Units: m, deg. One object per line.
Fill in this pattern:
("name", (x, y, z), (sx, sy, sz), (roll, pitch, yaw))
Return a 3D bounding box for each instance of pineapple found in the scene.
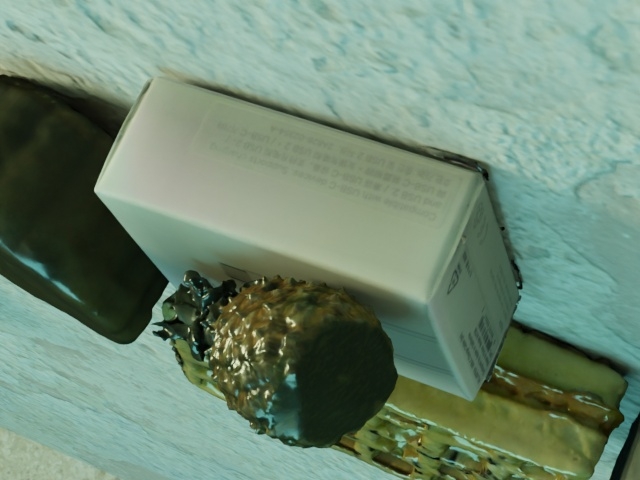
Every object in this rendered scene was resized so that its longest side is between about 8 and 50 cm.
("pineapple", (-0.038, 0.064, 1.013), (0.108, 0.108, 0.198), (36, 170, -34))

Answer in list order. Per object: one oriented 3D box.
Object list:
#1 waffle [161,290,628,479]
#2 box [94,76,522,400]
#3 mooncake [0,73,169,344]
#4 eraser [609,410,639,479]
("waffle", (0.060, 0.114, 1.334), (0.376, 0.114, 0.261), (22, 160, 9))
("box", (0.000, 0.000, 1.090), (0.252, 0.106, 0.203), (19, 164, 20))
("mooncake", (-0.204, -0.025, 1.215), (0.228, 0.124, 0.228), (32, 167, 9))
("eraser", (0.276, 0.185, 1.243), (0.077, 0.111, 0.352), (19, 162, 10))
